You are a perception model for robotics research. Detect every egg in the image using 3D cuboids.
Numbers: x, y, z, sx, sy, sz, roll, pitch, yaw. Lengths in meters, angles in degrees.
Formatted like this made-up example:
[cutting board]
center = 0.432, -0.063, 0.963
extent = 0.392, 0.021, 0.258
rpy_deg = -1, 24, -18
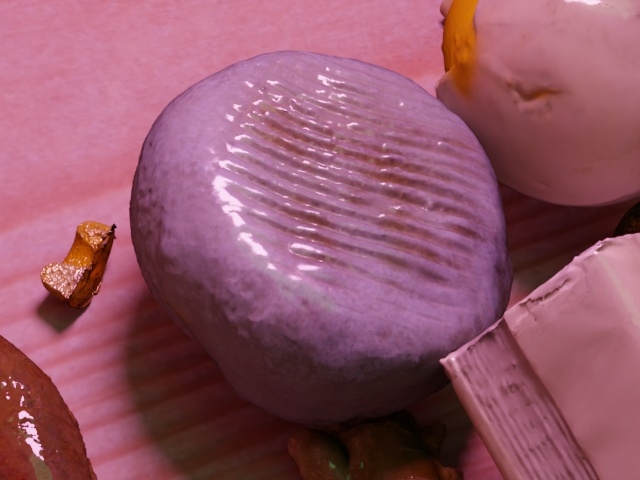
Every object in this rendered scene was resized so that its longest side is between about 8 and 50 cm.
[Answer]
[egg]
center = 0.269, -0.182, 1.515
extent = 0.283, 0.283, 0.345
rpy_deg = 39, 37, 13

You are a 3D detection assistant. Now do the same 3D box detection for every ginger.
[ginger]
center = 0.071, 0.214, 1.333
extent = 0.115, 0.081, 0.205
rpy_deg = -17, 53, -46

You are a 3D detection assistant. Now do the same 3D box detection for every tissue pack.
[tissue pack]
center = 0.309, 0.188, 1.261
extent = 0.297, 0.207, 0.380
rpy_deg = -12, 68, -56

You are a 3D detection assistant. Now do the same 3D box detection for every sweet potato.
[sweet potato]
center = -0.223, 0.202, 1.241
extent = 0.109, 0.109, 0.385
rpy_deg = -19, 63, -28

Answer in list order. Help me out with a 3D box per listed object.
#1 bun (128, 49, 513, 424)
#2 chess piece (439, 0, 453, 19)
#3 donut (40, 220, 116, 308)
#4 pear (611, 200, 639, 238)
[bun]
center = 0.000, 0.000, 1.378
extent = 0.361, 0.211, 0.362
rpy_deg = 12, 50, -15
[chess piece]
center = 0.183, -0.223, 1.700
extent = 0.066, 0.066, 0.122
rpy_deg = -27, 61, -31
[donut]
center = -0.215, 0.018, 1.404
extent = 0.037, 0.067, 0.083
rpy_deg = 16, 84, 16
[pear]
center = 0.376, 0.027, 1.495
extent = 0.197, 0.197, 0.197
rpy_deg = 8, 53, -11
